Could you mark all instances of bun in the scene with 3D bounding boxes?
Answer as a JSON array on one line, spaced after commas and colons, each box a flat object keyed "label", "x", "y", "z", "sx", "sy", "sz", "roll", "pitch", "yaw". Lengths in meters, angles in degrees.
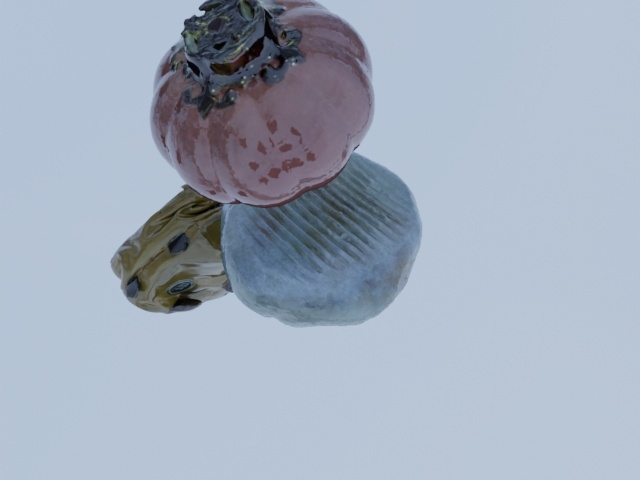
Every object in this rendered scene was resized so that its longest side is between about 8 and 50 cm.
[{"label": "bun", "x": 0.000, "y": 0.000, "z": 1.245, "sx": 0.362, "sy": 0.362, "sz": 0.211, "roll": -28, "pitch": -29, "yaw": -19}]

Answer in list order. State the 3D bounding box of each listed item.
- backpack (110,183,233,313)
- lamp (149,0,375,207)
[{"label": "backpack", "x": -0.234, "y": 0.022, "z": 1.498, "sx": 0.353, "sy": 0.201, "sz": 0.378, "roll": -38, "pitch": -17, "yaw": 30}, {"label": "lamp", "x": -0.083, "y": -0.194, "z": 0.908, "sx": 0.305, "sy": 0.305, "sz": 0.239, "roll": -43, "pitch": -36, "yaw": -7}]
